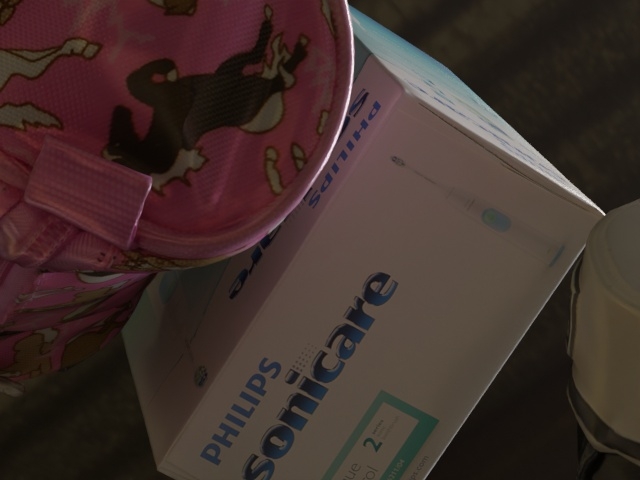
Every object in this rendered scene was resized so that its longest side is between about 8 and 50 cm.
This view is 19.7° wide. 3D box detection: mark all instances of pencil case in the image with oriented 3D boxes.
[{"bbox_3d":[-0.112,-0.035,0.796,0.160,0.386,0.167,-11,-99,-21],"label":"pencil case"}]

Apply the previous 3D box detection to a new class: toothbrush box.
[{"bbox_3d":[0.000,0.000,0.984,0.216,0.126,0.295,-57,-161,9],"label":"toothbrush box"}]

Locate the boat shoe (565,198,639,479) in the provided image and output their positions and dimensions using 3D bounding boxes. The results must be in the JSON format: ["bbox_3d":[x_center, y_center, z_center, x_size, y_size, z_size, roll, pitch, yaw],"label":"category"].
[{"bbox_3d":[0.167,0.073,0.266,0.301,0.108,0.102,15,-63,35],"label":"boat shoe"}]
